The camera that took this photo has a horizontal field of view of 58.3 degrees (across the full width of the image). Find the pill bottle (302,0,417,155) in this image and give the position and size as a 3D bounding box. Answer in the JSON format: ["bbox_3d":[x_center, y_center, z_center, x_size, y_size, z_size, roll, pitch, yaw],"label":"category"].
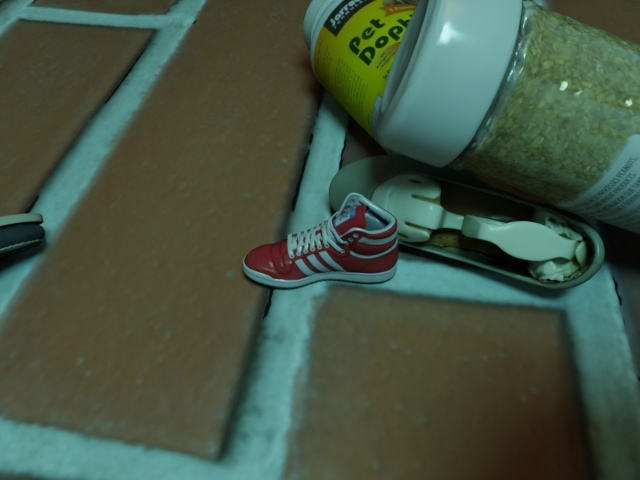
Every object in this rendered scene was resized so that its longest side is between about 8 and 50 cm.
[{"bbox_3d":[0.068,-0.162,0.540,0.117,0.117,0.215,-21,51,-19],"label":"pill bottle"}]

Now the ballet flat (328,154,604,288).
[{"bbox_3d":[0.104,-0.018,0.431,0.213,0.072,0.068,16,11,12],"label":"ballet flat"}]

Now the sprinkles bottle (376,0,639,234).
[{"bbox_3d":[0.220,-0.064,0.389,0.355,0.121,0.121,18,47,-6],"label":"sprinkles bottle"}]

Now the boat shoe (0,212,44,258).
[{"bbox_3d":[-0.291,0.041,0.403,0.206,0.075,0.065,-28,96,-30],"label":"boat shoe"}]

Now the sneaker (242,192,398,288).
[{"bbox_3d":[0.000,0.000,0.423,0.118,0.067,0.042,-2,47,-3],"label":"sneaker"}]
